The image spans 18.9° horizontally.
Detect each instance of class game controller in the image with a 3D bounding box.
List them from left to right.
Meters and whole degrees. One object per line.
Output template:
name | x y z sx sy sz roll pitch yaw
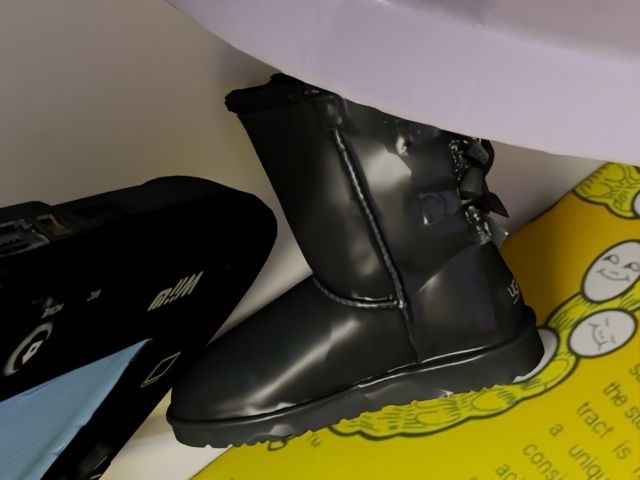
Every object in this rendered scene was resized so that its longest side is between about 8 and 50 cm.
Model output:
game controller | -0.107 0.062 0.396 0.166 0.067 0.319 -42 174 19

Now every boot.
boot | 0.000 0.000 0.539 0.121 0.045 0.099 -14 108 17

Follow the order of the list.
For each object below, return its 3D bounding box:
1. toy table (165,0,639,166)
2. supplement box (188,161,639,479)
toy table | 0.100 -0.128 0.412 0.274 0.252 0.161 -13 140 -35
supplement box | 0.062 0.158 0.574 0.356 0.195 0.194 -37 128 -3
